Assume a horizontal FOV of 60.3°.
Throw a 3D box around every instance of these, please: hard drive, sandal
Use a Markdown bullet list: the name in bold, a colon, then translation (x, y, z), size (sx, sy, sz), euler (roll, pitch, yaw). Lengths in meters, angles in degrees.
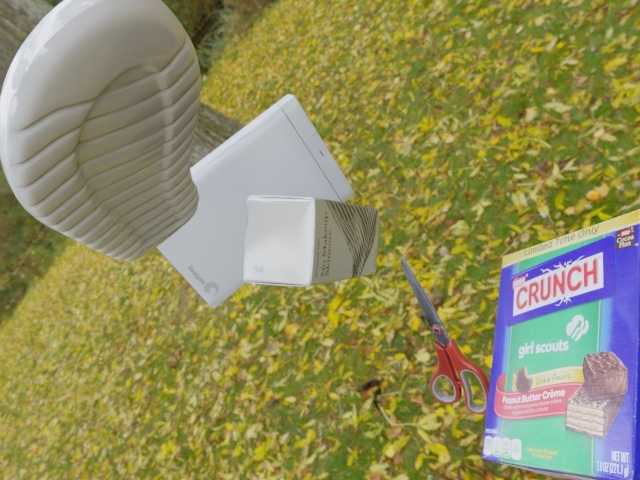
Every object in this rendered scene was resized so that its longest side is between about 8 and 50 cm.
- **hard drive**: translation (-0.130, -0.067, 1.013), size (0.353, 0.233, 0.047), euler (-39, 30, -8)
- **sandal**: translation (-0.204, -0.081, 0.514), size (0.169, 0.102, 0.416), euler (-42, -7, -22)

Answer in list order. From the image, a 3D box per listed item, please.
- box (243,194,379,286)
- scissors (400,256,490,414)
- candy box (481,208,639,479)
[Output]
- **box**: translation (0.000, 0.000, 0.776), size (0.094, 0.275, 0.113), euler (3, 93, 22)
- **scissors**: translation (0.208, 0.158, 0.899), size (0.109, 0.297, 0.021), euler (0, 24, 38)
- **candy box**: translation (0.354, 0.150, 0.732), size (0.268, 0.122, 0.317), euler (141, 146, -65)
